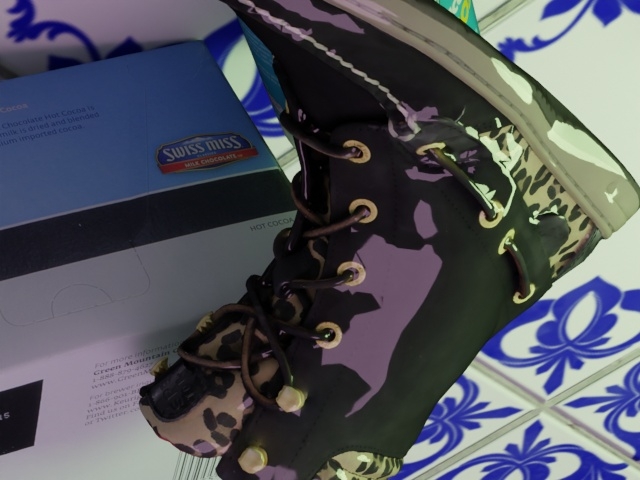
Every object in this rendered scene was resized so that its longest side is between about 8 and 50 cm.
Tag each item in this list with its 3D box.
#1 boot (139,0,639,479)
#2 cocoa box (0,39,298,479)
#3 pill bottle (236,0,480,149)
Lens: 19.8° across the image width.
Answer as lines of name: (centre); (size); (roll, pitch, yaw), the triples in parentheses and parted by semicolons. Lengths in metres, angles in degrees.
boot: (0.000, 0.000, 1.029); (0.284, 0.138, 0.377); (-53, 140, 5)
cocoa box: (-0.200, 0.048, 1.209); (0.347, 0.228, 0.231); (-15, 146, -25)
pill bottle: (0.015, -0.166, 1.132); (0.146, 0.146, 0.264); (-19, 144, 3)
